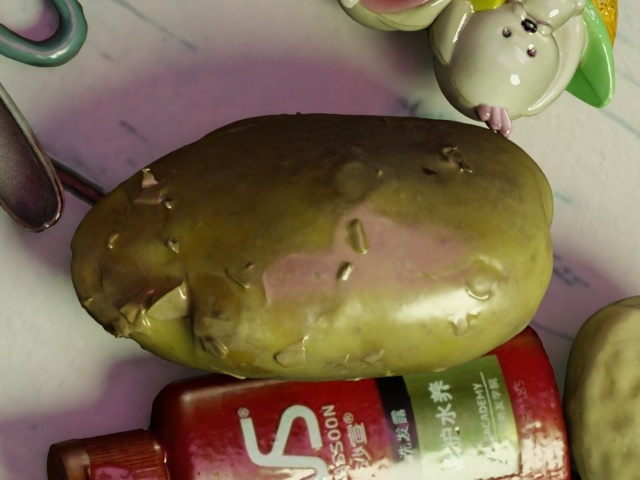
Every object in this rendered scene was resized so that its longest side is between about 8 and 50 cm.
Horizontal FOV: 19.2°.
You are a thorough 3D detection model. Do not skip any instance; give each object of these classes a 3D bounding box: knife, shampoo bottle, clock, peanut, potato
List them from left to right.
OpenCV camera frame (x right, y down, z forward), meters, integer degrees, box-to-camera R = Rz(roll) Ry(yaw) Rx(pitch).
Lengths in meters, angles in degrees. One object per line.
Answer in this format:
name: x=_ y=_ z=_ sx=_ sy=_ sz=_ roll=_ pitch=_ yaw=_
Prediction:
knife: x=-0.231 y=-0.128 z=1.121 sx=0.123 sy=0.053 sz=0.278 roll=-36 pitch=94 yaw=9
shampoo bottle: x=-0.004 y=0.129 z=1.140 sx=0.314 sy=0.076 sz=0.118 roll=-8 pitch=86 yaw=-19
potato: x=0.000 y=0.000 z=1.119 sx=0.296 sy=0.141 sz=0.191 roll=-8 pitch=40 yaw=-8
clock: x=0.094 y=-0.159 z=1.204 sx=0.231 sy=0.103 sz=0.144 roll=40 pitch=56 yaw=3
peanut: x=0.247 y=0.182 z=1.171 sx=0.152 sy=0.152 sz=0.313 roll=-15 pitch=88 yaw=-19

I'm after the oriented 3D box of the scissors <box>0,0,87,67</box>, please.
scissors: x=-0.234 y=-0.235 z=1.150 sx=0.289 sy=0.041 sz=0.138 roll=42 pitch=79 yaw=-7
